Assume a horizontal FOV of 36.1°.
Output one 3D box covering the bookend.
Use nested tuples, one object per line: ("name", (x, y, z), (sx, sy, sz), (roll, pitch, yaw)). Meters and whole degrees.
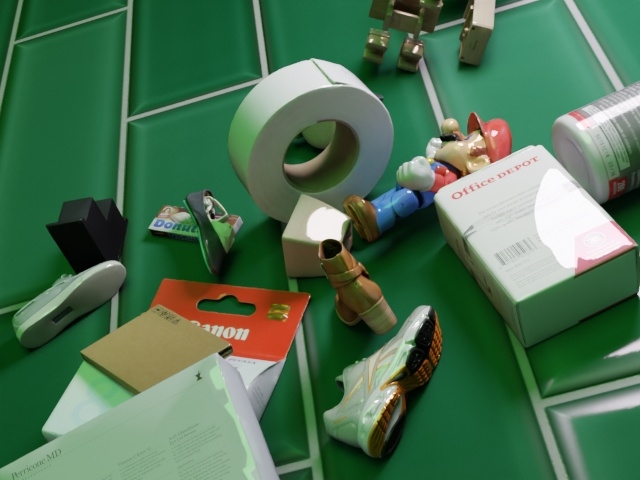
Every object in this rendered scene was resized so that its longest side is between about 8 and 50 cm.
("bookend", (-0.436, -0.032, 1.851), (0.072, 0.157, 0.156), (-10, 45, 11))

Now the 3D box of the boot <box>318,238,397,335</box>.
("boot", (0.041, 0.062, 1.547), (0.073, 0.152, 0.197), (-40, 18, -13))

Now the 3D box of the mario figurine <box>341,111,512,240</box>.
("mario figurine", (0.183, -0.134, 1.712), (0.320, 0.170, 0.198), (-29, 42, -6))

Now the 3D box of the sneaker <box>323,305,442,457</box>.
("sneaker", (0.089, 0.195, 1.474), (0.121, 0.099, 0.262), (9, 50, 34))

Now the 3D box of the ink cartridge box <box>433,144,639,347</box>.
("ink cartridge box", (0.336, 0.001, 1.552), (0.207, 0.117, 0.283), (-25, 44, -4))

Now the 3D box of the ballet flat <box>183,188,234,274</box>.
("ballet flat", (-0.196, -0.024, 1.788), (0.074, 0.074, 0.203), (-24, 46, -3))

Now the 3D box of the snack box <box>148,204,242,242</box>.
("snack box", (-0.238, -0.028, 1.870), (0.178, 0.022, 0.064), (9, 54, 27))

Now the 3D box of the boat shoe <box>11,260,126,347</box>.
("boat shoe", (-0.464, 0.100, 1.788), (0.227, 0.079, 0.081), (-37, 50, -12))

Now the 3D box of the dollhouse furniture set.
("dollhouse furniture set", (0.226, -0.473, 2.008), (0.242, 0.212, 0.161), (14, 50, -2))

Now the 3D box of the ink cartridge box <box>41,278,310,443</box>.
("ink cartridge box", (-0.222, 0.197, 1.592), (0.308, 0.091, 0.385), (4, 50, 24))

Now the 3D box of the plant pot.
("plant pot", (0.000, 0.000, 1.699), (0.096, 0.109, 0.109), (11, 51, 14))

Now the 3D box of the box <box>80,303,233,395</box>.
("box", (-0.264, 0.178, 1.569), (0.164, 0.021, 0.201), (-32, 37, -33))

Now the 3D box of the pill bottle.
("pill bottle", (0.545, -0.184, 1.626), (0.283, 0.161, 0.161), (-24, 43, -4))

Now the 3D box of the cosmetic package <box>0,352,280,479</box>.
("cosmetic package", (-0.244, 0.368, 1.343), (0.377, 0.097, 0.284), (-28, 59, 6))

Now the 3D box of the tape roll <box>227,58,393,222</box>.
("tape roll", (-0.016, -0.171, 1.737), (0.286, 0.286, 0.100), (-28, 43, -7))

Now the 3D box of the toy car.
("toy car", (0.039, -0.272, 1.962), (0.155, 0.149, 0.188), (13, 24, 27))
